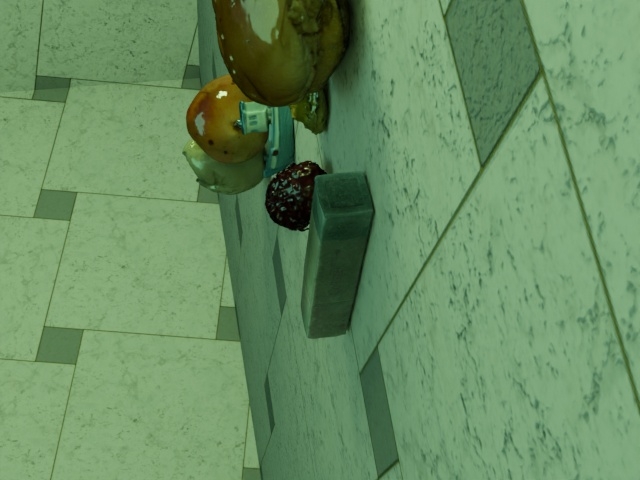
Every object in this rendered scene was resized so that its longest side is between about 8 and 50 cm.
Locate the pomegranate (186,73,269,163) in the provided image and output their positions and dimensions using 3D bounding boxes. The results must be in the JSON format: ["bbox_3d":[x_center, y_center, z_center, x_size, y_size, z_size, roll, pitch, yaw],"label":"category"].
[{"bbox_3d":[-0.192,-0.261,2.026,0.191,0.191,0.191,174,90,-80],"label":"pomegranate"}]

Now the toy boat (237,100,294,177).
[{"bbox_3d":[-0.106,-0.225,1.762,0.088,0.102,0.215,-133,38,-78],"label":"toy boat"}]

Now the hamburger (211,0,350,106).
[{"bbox_3d":[-0.055,-0.321,1.221,0.314,0.170,0.290,155,102,-78],"label":"hamburger"}]

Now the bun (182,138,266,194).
[{"bbox_3d":[-0.219,-0.172,2.176,0.178,0.193,0.128,-106,14,-61],"label":"bun"}]

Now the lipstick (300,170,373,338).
[{"bbox_3d":[0.017,0.030,1.301,0.317,0.066,0.068,98,162,-55],"label":"lipstick"}]

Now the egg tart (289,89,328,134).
[{"bbox_3d":[-0.022,-0.223,1.422,0.130,0.052,0.130,174,90,-83],"label":"egg tart"}]

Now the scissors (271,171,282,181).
[{"bbox_3d":[-0.078,-0.096,1.876,0.242,0.030,0.118,-157,60,-81],"label":"scissors"}]

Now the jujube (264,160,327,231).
[{"bbox_3d":[-0.033,-0.076,1.470,0.166,0.104,0.104,138,126,-62],"label":"jujube"}]
